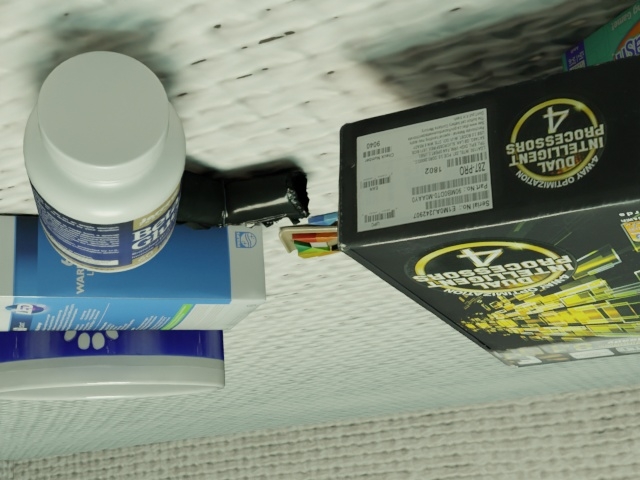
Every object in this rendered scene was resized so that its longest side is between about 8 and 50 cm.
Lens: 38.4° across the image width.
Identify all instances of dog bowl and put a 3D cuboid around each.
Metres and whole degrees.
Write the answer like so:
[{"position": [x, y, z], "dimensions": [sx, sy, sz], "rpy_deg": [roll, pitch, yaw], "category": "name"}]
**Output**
[{"position": [-0.240, 0.119, 1.028], "dimensions": [0.265, 0.104, 0.265], "rpy_deg": [-3, 168, -1], "category": "dog bowl"}]

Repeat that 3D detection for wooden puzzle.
[{"position": [0.000, 0.000, 0.890], "dimensions": [0.079, 0.014, 0.116], "rpy_deg": [-8, 162, 12], "category": "wooden puzzle"}]

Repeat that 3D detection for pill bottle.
[{"position": [-0.131, -0.045, 0.566], "dimensions": [0.094, 0.094, 0.169], "rpy_deg": [-1, 163, -12], "category": "pill bottle"}]

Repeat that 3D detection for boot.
[{"position": [-0.065, -0.034, 0.710], "dimensions": [0.099, 0.045, 0.121], "rpy_deg": [-6, 170, 12], "category": "boot"}]

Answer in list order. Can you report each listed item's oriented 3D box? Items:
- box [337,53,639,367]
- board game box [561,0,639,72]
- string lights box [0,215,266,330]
[{"position": [0.253, -0.014, 0.578], "dimensions": [0.395, 0.097, 0.318], "rpy_deg": [-10, 158, 26], "category": "box"}, {"position": [0.278, -0.110, 0.541], "dimensions": [0.210, 0.047, 0.160], "rpy_deg": [5, 161, -25], "category": "board game box"}, {"position": [-0.193, 0.036, 0.848], "dimensions": [0.260, 0.076, 0.133], "rpy_deg": [2, 162, -21], "category": "string lights box"}]
